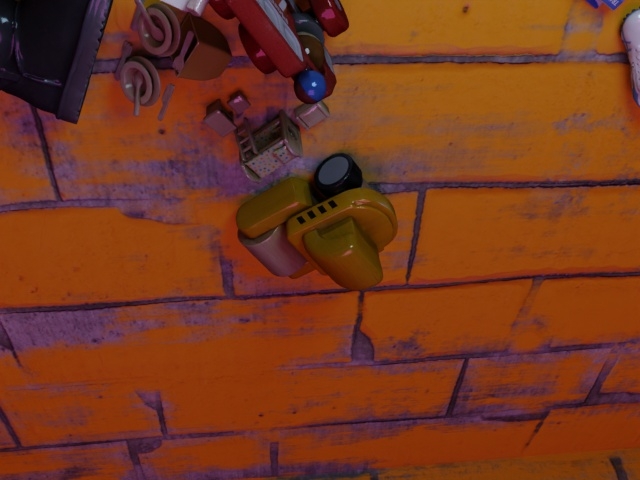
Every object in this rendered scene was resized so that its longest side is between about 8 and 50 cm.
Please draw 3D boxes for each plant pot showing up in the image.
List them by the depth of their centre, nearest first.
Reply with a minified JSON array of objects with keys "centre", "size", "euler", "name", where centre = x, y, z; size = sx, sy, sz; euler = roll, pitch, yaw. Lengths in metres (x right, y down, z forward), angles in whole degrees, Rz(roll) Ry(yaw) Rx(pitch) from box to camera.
[{"centre":[-0.201,-0.324,1.295],"size":[0.083,0.081,0.081],"euler":[11,135,-39],"name":"plant pot"}]

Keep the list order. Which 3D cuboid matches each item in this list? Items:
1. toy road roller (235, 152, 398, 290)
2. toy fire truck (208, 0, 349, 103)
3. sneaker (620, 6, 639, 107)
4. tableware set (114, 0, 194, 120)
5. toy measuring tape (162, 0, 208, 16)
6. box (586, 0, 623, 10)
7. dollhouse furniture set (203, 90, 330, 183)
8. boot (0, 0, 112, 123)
[{"centre":[0.000,0.000,1.553],"size":[0.329,0.241,0.202],"euler":[-26,134,18],"name":"toy road roller"},{"centre":[-0.063,-0.336,1.171],"size":[0.169,0.254,0.302],"euler":[-24,135,17],"name":"toy fire truck"},{"centre":[0.620,-0.334,1.409],"size":[0.085,0.086,0.237],"euler":[-21,135,16],"name":"sneaker"},{"centre":[-0.295,-0.308,1.265],"size":[0.128,0.039,0.194],"euler":[42,129,13],"name":"tableware set"},{"centre":[-0.305,-0.410,1.018],"size":[0.330,0.121,0.121],"euler":[27,131,-4],"name":"toy measuring tape"},{"centre":[0.511,-0.474,1.271],"size":[0.109,0.042,0.178],"euler":[24,128,-30],"name":"box"},{"centre":[-0.097,-0.219,1.404],"size":[0.181,0.101,0.161],"euler":[-30,133,22],"name":"dollhouse furniture set"},{"centre":[-0.554,-0.382,1.141],"size":[0.445,0.146,0.367],"euler":[17,130,-19],"name":"boot"}]
